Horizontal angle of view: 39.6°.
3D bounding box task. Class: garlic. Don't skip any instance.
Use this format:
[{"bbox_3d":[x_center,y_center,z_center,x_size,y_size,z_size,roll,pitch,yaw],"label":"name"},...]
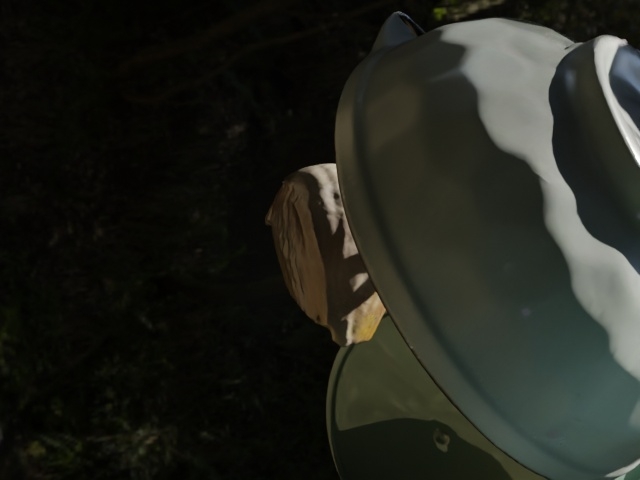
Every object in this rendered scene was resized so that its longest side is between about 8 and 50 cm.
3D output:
[{"bbox_3d":[0.008,-0.009,0.692,0.101,0.087,0.195,-66,-153,17],"label":"garlic"}]

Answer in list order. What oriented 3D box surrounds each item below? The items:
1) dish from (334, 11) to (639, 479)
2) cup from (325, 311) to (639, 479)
[{"bbox_3d":[0.143,-0.021,0.483,0.120,0.303,0.303,-33,-121,35],"label":"dish"},{"bbox_3d":[0.226,0.199,0.937,0.310,0.392,0.401,-6,-88,38],"label":"cup"}]
